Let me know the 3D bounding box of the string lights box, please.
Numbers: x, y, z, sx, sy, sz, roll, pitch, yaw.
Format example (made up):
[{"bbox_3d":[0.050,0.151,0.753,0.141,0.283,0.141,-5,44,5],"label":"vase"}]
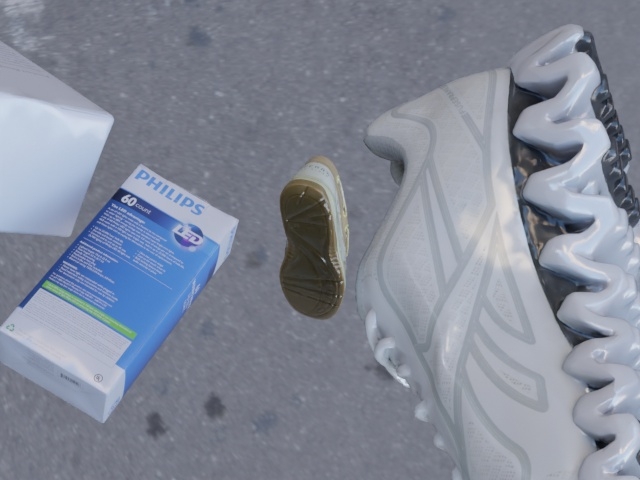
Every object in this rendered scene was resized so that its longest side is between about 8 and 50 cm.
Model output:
[{"bbox_3d":[-0.213,0.051,1.242,0.133,0.076,0.259,30,55,7],"label":"string lights box"}]

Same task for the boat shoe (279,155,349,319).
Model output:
[{"bbox_3d":[0.000,0.000,0.797,0.135,0.050,0.045,92,17,-47],"label":"boat shoe"}]

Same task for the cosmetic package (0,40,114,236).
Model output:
[{"bbox_3d":[-0.477,-0.176,1.342,0.230,0.453,0.161,6,111,-50],"label":"cosmetic package"}]

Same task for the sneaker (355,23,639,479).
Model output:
[{"bbox_3d":[0.077,0.051,0.464,0.110,0.118,0.292,55,30,-52],"label":"sneaker"}]

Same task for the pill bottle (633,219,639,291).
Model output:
[{"bbox_3d":[0.389,0.046,1.146,0.278,0.162,0.162,17,91,6],"label":"pill bottle"}]
